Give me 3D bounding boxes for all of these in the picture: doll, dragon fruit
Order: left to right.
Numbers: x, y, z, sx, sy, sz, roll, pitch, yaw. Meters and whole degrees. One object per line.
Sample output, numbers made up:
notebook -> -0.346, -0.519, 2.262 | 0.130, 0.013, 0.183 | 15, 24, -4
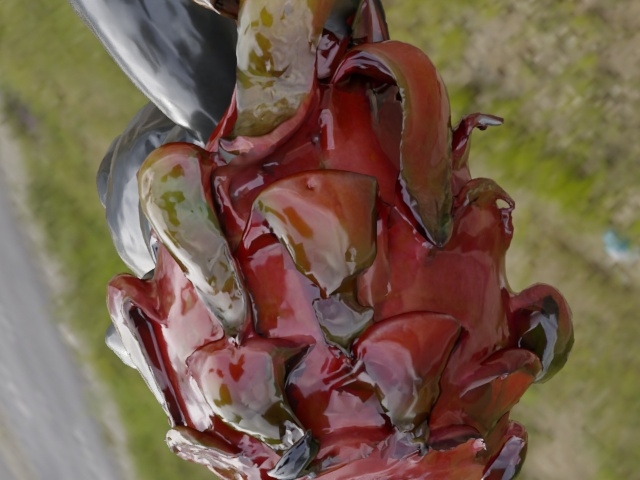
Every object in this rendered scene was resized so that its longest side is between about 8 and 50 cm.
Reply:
doll -> -0.050, -0.099, 1.110 | 0.382, 0.252, 0.378 | -131, 34, -69
dragon fruit -> 0.011, 0.011, 0.827 | 0.243, 0.227, 0.307 | 45, 139, 31
